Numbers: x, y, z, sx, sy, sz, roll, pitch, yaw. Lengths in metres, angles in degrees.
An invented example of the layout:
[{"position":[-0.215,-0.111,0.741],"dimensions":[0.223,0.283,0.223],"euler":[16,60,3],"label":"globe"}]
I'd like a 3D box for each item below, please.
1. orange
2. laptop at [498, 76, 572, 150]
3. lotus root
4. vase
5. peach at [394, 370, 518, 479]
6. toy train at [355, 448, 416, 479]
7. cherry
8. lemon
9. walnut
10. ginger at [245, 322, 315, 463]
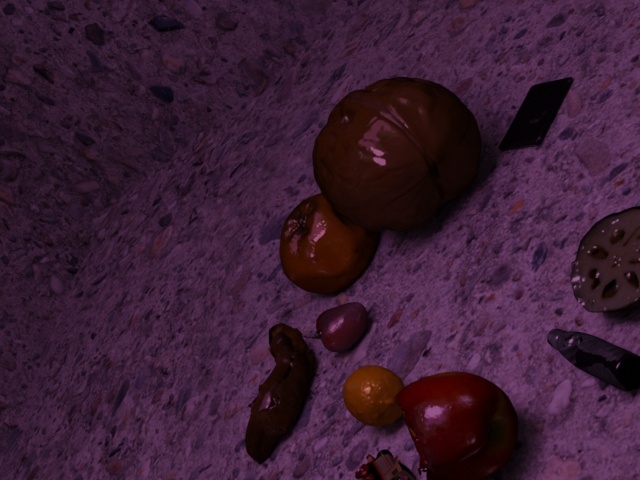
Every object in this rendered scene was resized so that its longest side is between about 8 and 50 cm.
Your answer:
[{"position":[0.000,0.000,2.573],"dimensions":[0.249,0.183,0.249],"euler":[-37,28,24],"label":"orange"},{"position":[0.456,-0.269,2.362],"dimensions":[0.129,0.016,0.180],"euler":[-4,51,57],"label":"laptop"},{"position":[0.500,0.041,1.792],"dimensions":[0.203,0.077,0.183],"euler":[-11,58,60],"label":"lotus root"},{"position":[0.423,0.179,1.749],"dimensions":[0.060,0.060,0.211],"euler":[-54,24,-5],"label":"vase"},{"position":[0.201,0.306,1.801],"dimensions":[0.226,0.190,0.196],"euler":[-11,55,46],"label":"peach"},{"position":[0.115,0.418,1.964],"dimensions":[0.087,0.050,0.138],"euler":[-45,24,2],"label":"toy train"},{"position":[0.044,0.187,2.360],"dimensions":[0.126,0.087,0.106],"euler":[-16,37,24],"label":"cherry"},{"position":[0.100,0.290,2.089],"dimensions":[0.114,0.114,0.155],"euler":[-54,23,-7],"label":"lemon"},{"position":[0.158,-0.194,2.408],"dimensions":[0.354,0.308,0.398],"euler":[-34,18,-16],"label":"walnut"},{"position":[-0.087,0.315,2.388],"dimensions":[0.133,0.107,0.309],"euler":[-13,46,33],"label":"ginger"}]
